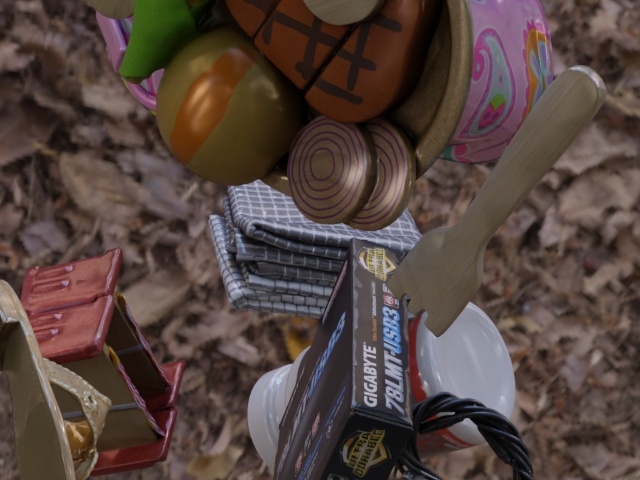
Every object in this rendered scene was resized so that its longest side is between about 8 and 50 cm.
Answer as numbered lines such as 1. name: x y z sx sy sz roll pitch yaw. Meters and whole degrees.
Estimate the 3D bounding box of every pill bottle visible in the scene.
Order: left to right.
1. pill bottle: 0.081 0.227 1.968 0.210 0.363 0.210 25 54 -41

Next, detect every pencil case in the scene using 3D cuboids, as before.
1. pencil case: 0.015 -0.102 0.685 0.284 0.124 0.124 3 50 -57

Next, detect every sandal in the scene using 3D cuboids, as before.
1. sandal: -0.206 0.125 1.081 0.079 0.088 0.240 -4 50 -37

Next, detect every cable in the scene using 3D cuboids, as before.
1. cable: 0.183 0.267 1.685 0.184 0.150 0.047 15 15 12

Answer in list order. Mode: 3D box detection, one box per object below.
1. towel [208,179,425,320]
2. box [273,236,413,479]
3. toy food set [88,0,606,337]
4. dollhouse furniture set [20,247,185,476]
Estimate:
1. towel: 0.000 0.000 1.850 0.284 0.121 0.235 7 25 -13
2. box: 0.016 0.195 1.434 0.073 0.295 0.293 16 33 -9
3. toy food set: -0.009 -0.065 0.453 0.192 0.132 0.038 44 37 15
4. dollhouse furniture set: -0.365 0.158 1.515 0.374 0.201 0.152 -11 41 12
